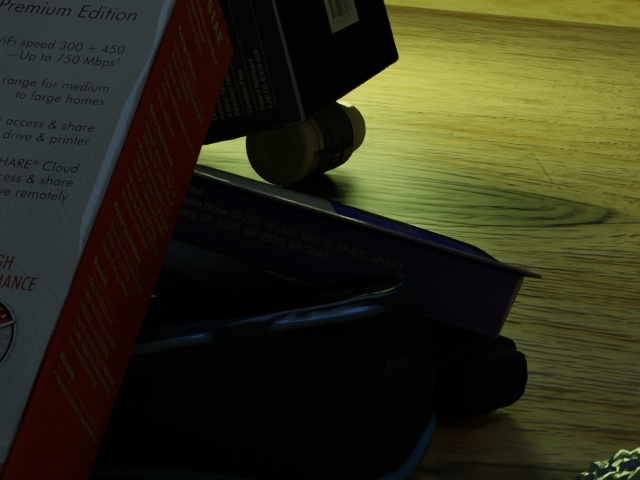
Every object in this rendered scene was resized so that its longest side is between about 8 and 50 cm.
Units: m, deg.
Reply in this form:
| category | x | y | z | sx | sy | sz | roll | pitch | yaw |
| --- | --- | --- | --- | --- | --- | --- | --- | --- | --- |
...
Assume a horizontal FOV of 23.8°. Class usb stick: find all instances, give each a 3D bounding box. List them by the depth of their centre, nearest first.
| category | x | y | z | sx | sy | sz | roll | pitch | yaw |
| --- | --- | --- | --- | --- | --- | --- | --- | --- | --- |
| usb stick | -0.002 | 0.045 | 0.910 | 0.278 | 0.045 | 0.077 | 19 | 15 | 42 |

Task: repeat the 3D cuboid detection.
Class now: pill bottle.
| category | x | y | z | sx | sy | sz | roll | pitch | yaw |
| --- | --- | --- | --- | --- | --- | --- | --- | --- | --- |
| pill bottle | -0.009 | -0.091 | 1.349 | 0.067 | 0.067 | 0.120 | 12 | 18 | 28 |

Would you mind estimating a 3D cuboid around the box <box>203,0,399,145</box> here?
| category | x | y | z | sx | sy | sz | roll | pitch | yaw |
| --- | --- | --- | --- | --- | --- | --- | --- | --- | --- |
| box | -0.134 | -0.180 | 1.288 | 0.312 | 0.179 | 0.343 | -12 | 11 | 17 |

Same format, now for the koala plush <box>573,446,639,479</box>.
| category | x | y | z | sx | sy | sz | roll | pitch | yaw |
| --- | --- | --- | --- | --- | --- | --- | --- | --- | --- |
| koala plush | 0.085 | 0.132 | 0.412 | 0.196 | 0.203 | 0.221 | 1 | 4 | -10 |

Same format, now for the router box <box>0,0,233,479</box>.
| category | x | y | z | sx | sy | sz | roll | pitch | yaw |
| --- | --- | --- | --- | --- | --- | --- | --- | --- | --- |
| router box | -0.240 | -0.008 | 0.664 | 0.335 | 0.082 | 0.301 | 7 | 59 | 14 |

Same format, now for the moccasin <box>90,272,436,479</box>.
| category | x | y | z | sx | sy | sz | roll | pitch | yaw |
| --- | --- | --- | --- | --- | --- | --- | --- | --- | --- |
| moccasin | -0.112 | 0.045 | 0.759 | 0.342 | 0.117 | 0.138 | 3 | 16 | 0 |

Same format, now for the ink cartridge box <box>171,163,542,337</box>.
| category | x | y | z | sx | sy | sz | roll | pitch | yaw |
| --- | --- | --- | --- | --- | --- | --- | --- | --- | --- |
| ink cartridge box | 0.000 | 0.000 | 0.825 | 0.206 | 0.045 | 0.208 | 17 | 2 | -4 |
